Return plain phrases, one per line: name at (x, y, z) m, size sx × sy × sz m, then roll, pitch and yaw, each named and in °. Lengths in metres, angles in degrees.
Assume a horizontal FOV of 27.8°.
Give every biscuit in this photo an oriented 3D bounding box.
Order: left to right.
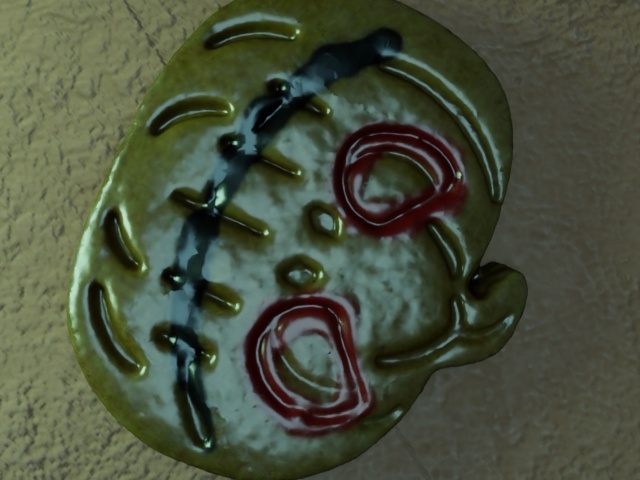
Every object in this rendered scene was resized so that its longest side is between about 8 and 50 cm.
biscuit at (0.000, 0.000, 0.928) m, size 0.314 × 0.063 × 0.367 m, roll 26°, pitch 82°, yaw -3°
